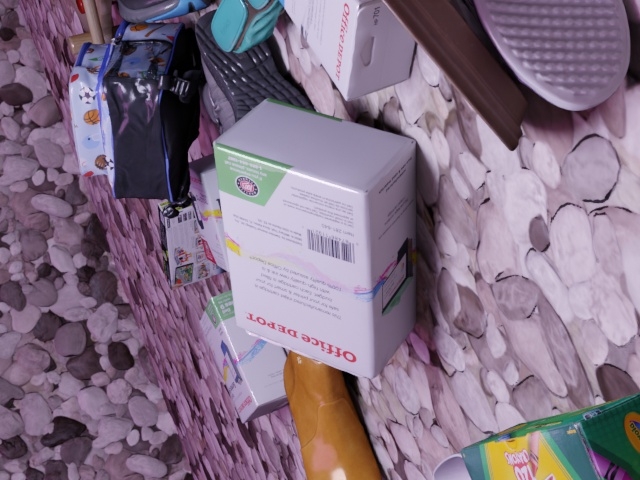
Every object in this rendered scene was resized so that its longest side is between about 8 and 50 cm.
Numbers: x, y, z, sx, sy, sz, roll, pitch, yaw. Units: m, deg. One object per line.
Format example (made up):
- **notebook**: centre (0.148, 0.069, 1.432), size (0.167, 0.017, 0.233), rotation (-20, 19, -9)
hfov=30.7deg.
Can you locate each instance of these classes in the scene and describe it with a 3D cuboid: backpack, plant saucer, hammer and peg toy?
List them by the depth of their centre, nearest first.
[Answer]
- **plant saucer**: centre (0.083, -0.190, 0.968), size (0.278, 0.041, 0.278), rotation (47, -169, -13)
- **backpack**: centre (-0.280, -0.219, 1.849), size (0.263, 0.213, 0.276), rotation (-75, -5, -49)
- **hammer and peg toy**: centre (-0.422, -0.469, 2.176), size (0.361, 0.127, 0.266), rotation (61, 157, 26)

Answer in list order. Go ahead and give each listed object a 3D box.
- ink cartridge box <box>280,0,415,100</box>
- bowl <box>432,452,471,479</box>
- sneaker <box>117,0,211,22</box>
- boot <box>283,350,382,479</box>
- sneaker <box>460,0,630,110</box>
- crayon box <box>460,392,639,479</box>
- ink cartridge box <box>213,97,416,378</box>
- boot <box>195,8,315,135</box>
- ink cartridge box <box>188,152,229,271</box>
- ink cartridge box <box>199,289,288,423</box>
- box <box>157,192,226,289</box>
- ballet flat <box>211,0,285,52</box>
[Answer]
- **ink cartridge box**: centre (0.022, -0.263, 1.204), size (0.190, 0.082, 0.139), rotation (58, 158, 28)
- **bowl**: centre (0.192, 0.309, 1.345), size (0.142, 0.053, 0.142), rotation (64, 160, 15)
- **sneaker**: centre (-0.272, -0.425, 1.804), size (0.341, 0.125, 0.139), rotation (37, 137, 55)
- **boot**: centre (0.012, 0.258, 1.718), size (0.295, 0.104, 0.211), rotation (-123, 22, -45)
- **sneaker**: centre (0.146, -0.212, 0.933), size (0.282, 0.102, 0.161), rotation (60, 179, 13)
- **crayon box**: centre (0.243, 0.248, 1.096), size (0.165, 0.081, 0.278), rotation (68, 161, 9)
- **ink cartridge box**: centre (0.000, 0.000, 1.353), size (0.201, 0.117, 0.278), rotation (19, 134, 26)
- **boot**: centre (-0.076, -0.137, 1.606), size (0.222, 0.118, 0.338), rotation (96, 157, -65)
- **ink cartridge box**: centre (-0.163, -0.050, 1.948), size (0.127, 0.072, 0.175), rotation (24, 131, 65)
- **ink cartridge box**: centre (-0.127, 0.201, 2.069), size (0.212, 0.093, 0.154), rotation (64, 160, 12)
- **box**: centre (-0.232, -0.002, 2.125), size (0.036, 0.114, 0.207), rotation (57, 156, 36)
- **ballet flat**: centre (-0.068, -0.308, 1.403), size (0.083, 0.087, 0.247), rotation (56, 157, 4)
